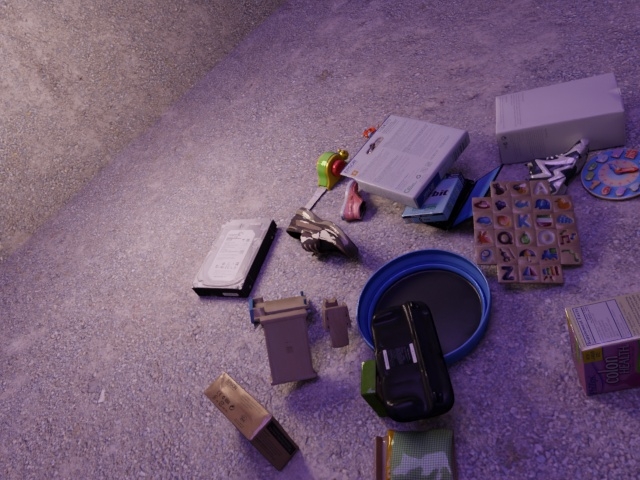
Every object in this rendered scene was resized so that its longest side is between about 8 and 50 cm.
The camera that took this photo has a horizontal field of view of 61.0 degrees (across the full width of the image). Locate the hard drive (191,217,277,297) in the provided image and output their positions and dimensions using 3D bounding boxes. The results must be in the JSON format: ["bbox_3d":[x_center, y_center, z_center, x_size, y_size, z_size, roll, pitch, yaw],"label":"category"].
[{"bbox_3d":[-0.322,0.060,2.066,0.237,0.064,0.339,0,49,28],"label":"hard drive"}]

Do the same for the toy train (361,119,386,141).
[{"bbox_3d":[0.251,-0.433,2.231,0.125,0.046,0.166,-38,40,-7],"label":"toy train"}]

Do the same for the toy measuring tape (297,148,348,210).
[{"bbox_3d":[0.004,-0.251,2.142,0.121,0.121,0.330,20,62,40],"label":"toy measuring tape"}]

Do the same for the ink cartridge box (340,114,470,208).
[{"bbox_3d":[0.288,-0.282,1.876,0.330,0.071,0.324,24,67,41],"label":"ink cartridge box"}]

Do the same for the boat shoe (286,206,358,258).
[{"bbox_3d":[0.000,0.000,1.913,0.130,0.132,0.355,-50,36,-7],"label":"boat shoe"}]

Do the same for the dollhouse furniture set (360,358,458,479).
[{"bbox_3d":[0.213,0.450,1.328,0.197,0.151,0.301,-13,45,19],"label":"dollhouse furniture set"}]

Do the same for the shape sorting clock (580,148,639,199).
[{"bbox_3d":[0.905,-0.205,1.651,0.206,0.040,0.206,-16,44,16],"label":"shape sorting clock"}]

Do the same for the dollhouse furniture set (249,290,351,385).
[{"bbox_3d":[-0.068,0.283,1.712,0.286,0.198,0.303,-9,10,-8],"label":"dollhouse furniture set"}]

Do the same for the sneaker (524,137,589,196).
[{"bbox_3d":[0.742,-0.248,1.736,0.153,0.094,0.235,28,80,36],"label":"sneaker"}]

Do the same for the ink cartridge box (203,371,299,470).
[{"bbox_3d":[-0.189,0.490,1.483,0.088,0.193,0.234,-45,45,-19],"label":"ink cartridge box"}]

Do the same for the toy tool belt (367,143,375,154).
[{"bbox_3d":[0.191,-0.369,2.197,0.051,0.052,0.083,-2,48,17],"label":"toy tool belt"}]

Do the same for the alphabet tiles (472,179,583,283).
[{"bbox_3d":[0.594,-0.031,1.582,0.285,0.011,0.343,-1,61,11],"label":"alphabet tiles"}]

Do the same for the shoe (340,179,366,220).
[{"bbox_3d":[0.133,-0.150,2.014,0.081,0.063,0.178,0,55,27],"label":"shoe"}]

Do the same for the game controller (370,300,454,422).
[{"bbox_3d":[0.220,0.291,1.353,0.166,0.067,0.319,-22,44,15],"label":"game controller"}]

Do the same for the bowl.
[{"bbox_3d":[0.298,0.197,1.579,0.391,0.077,0.391,-15,45,15],"label":"bowl"}]

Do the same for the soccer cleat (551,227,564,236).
[{"bbox_3d":[0.641,-0.035,1.629,0.179,0.060,0.072,11,47,28],"label":"soccer cleat"}]

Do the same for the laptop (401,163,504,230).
[{"bbox_3d":[0.432,-0.164,1.799,0.264,0.136,0.234,22,61,27],"label":"laptop"}]

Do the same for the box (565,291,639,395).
[{"bbox_3d":[0.700,0.229,1.222,0.243,0.213,0.117,-15,44,16],"label":"box"}]

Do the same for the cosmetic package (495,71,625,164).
[{"bbox_3d":[0.794,-0.405,1.822,0.385,0.156,0.217,-4,48,24],"label":"cosmetic package"}]

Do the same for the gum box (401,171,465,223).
[{"bbox_3d":[0.370,-0.138,1.778,0.157,0.041,0.184,-4,46,44],"label":"gum box"}]
